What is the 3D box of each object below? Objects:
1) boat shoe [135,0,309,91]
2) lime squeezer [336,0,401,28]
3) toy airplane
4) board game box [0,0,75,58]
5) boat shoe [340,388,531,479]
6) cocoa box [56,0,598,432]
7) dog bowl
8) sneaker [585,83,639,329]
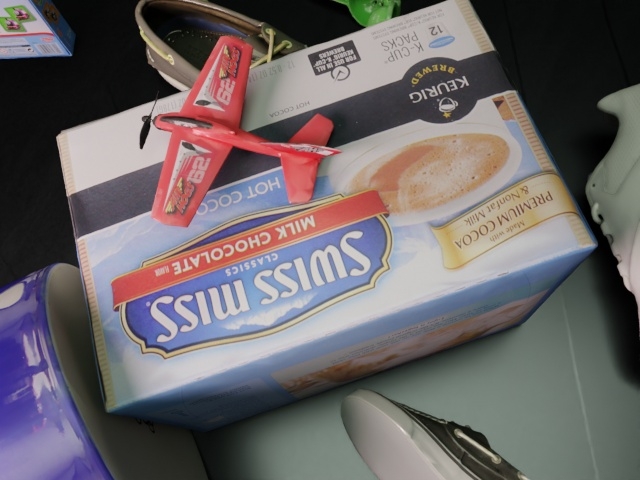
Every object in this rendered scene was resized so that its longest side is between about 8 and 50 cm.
[{"bbox_3d":[-0.078,-0.189,0.671,0.304,0.091,0.109,26,77,19],"label":"boat shoe"},{"bbox_3d":[0.045,-0.254,0.684,0.109,0.059,0.310,-3,45,-26],"label":"lime squeezer"},{"bbox_3d":[-0.055,-0.072,0.419,0.151,0.028,0.151,-2,70,7],"label":"toy airplane"},{"bbox_3d":[-0.405,-0.287,0.689,0.160,0.211,0.039,0,70,6],"label":"board game box"},{"bbox_3d":[0.116,0.201,0.532,0.219,0.078,0.070,36,43,21],"label":"boat shoe"},{"bbox_3d":[0.000,0.000,0.526,0.346,0.231,0.228,-19,68,-1],"label":"cocoa box"},{"bbox_3d":[-0.186,0.154,0.473,0.104,0.265,0.265,-28,69,-6],"label":"dog bowl"},{"bbox_3d":[0.323,-0.016,0.578,0.129,0.111,0.297,0,78,39],"label":"sneaker"}]
